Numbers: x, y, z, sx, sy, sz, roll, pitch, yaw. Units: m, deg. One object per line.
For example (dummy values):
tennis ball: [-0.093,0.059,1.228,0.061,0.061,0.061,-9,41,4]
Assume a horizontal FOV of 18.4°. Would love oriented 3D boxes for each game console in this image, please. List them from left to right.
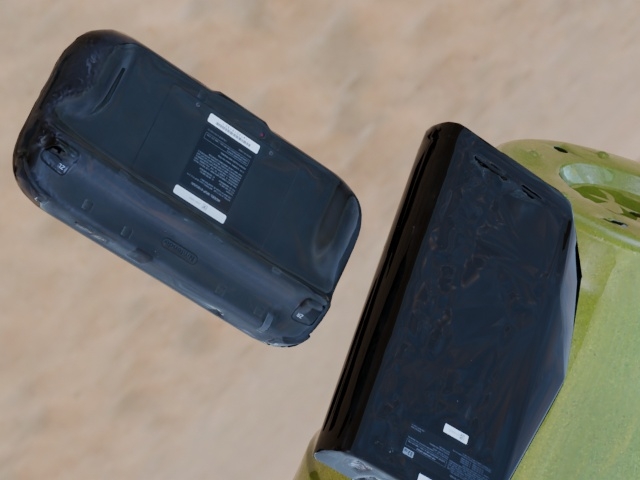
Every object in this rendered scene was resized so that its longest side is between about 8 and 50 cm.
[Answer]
game console: [0.000,0.000,1.089,0.044,0.361,0.213,-15,-132,53]

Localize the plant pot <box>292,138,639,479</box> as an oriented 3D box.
plant pot: [0.186,0.123,1.516,0.366,0.366,0.353,-32,144,-68]
